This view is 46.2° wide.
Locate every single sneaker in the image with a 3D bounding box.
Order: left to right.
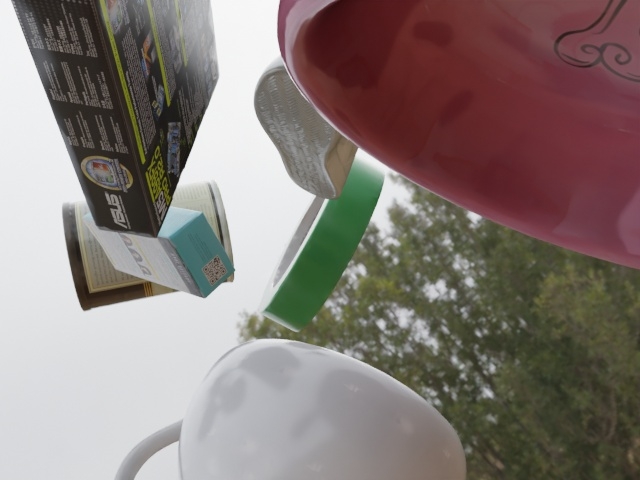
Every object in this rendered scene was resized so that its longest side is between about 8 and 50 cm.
[{"bbox_3d":[0.010,-0.183,0.911,0.292,0.108,0.169,77,-143,-70],"label":"sneaker"}]

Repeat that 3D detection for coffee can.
[{"bbox_3d":[-0.313,0.006,1.377,0.275,0.201,0.201,-10,-31,-13],"label":"coffee can"}]

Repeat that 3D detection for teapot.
[{"bbox_3d":[-0.021,0.211,0.596,0.187,0.252,0.256,-62,10,-31],"label":"teapot"}]

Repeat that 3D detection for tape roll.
[{"bbox_3d":[0.000,0.000,1.300,0.321,0.077,0.321,-60,6,11],"label":"tape roll"}]

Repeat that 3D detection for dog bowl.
[{"bbox_3d":[0.160,-0.101,0.384,0.150,0.408,0.408,-67,-20,-8],"label":"dog bowl"}]

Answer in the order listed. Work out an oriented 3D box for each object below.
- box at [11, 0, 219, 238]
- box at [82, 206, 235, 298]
[{"bbox_3d":[-0.149,-0.165,0.617,0.270,0.060,0.216,92,-170,-56],"label":"box"},{"bbox_3d":[-0.227,0.003,1.029,0.060,0.244,0.100,-43,-56,-29],"label":"box"}]
